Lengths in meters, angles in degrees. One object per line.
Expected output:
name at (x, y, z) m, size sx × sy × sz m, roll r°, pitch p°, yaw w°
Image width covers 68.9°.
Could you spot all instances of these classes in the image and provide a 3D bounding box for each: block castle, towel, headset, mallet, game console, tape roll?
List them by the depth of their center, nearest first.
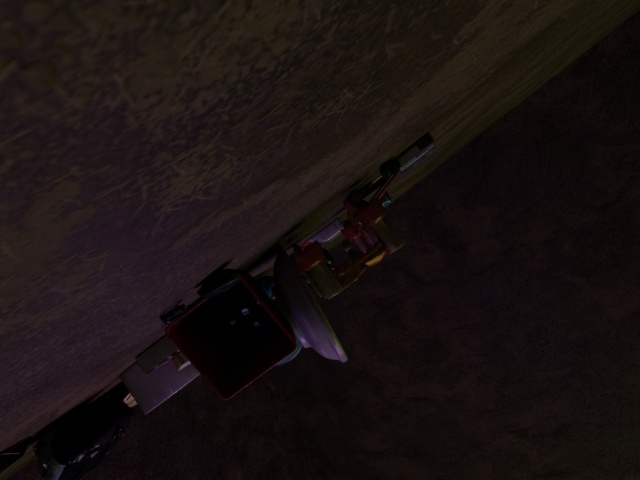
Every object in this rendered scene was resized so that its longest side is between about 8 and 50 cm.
mallet at (0.154, -0.173, 1.370) m, size 0.190 × 0.039 × 0.062 m, roll -35°, pitch 179°, yaw 44°
game console at (-0.970, 0.657, 1.428) m, size 0.122 × 0.071 × 0.107 m, roll -37°, pitch -154°, yaw 9°
block castle at (0.061, 0.017, 1.467) m, size 0.303 × 0.212 × 0.453 m, roll -35°, pitch 177°, yaw -6°
towel at (0.206, -0.157, 1.684) m, size 0.199 × 0.031 × 0.275 m, roll -52°, pitch 179°, yaw -10°
tape roll at (-0.585, 0.495, 1.731) m, size 0.246 × 0.169 × 0.246 m, roll -36°, pitch 176°, yaw -3°
headset at (-0.014, 0.157, 2.397) m, size 0.243 × 0.185 × 0.394 m, roll -48°, pitch -166°, yaw -21°

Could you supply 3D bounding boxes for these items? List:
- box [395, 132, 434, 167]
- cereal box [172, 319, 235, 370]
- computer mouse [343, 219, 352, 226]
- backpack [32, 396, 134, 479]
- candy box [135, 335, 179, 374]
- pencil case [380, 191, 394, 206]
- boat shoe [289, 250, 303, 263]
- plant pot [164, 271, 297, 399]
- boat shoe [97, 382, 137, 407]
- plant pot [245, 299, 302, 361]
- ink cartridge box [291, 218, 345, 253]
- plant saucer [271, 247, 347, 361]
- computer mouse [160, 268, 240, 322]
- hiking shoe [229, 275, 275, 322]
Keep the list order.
box at (0.292, -0.264, 1.452) m, size 0.136 × 0.036 × 0.225 m, roll -37°, pitch 175°, yaw 14°
cereal box at (-0.386, 0.357, 1.592) m, size 0.240 × 0.047 × 0.173 m, roll -31°, pitch 173°, yaw -25°
computer mouse at (0.196, -0.063, 2.223) m, size 0.189 × 0.072 × 0.272 m, roll 3°, pitch -174°, yaw 2°
backpack at (-0.888, 0.746, 1.705) m, size 0.290 × 0.273 × 0.355 m, roll -35°, pitch 154°, yaw -55°
candy box at (-0.474, 0.336, 1.552) m, size 0.233 × 0.071 × 0.159 m, roll -36°, pitch 176°, yaw 2°
pencil case at (0.267, -0.162, 2.193) m, size 0.152 × 0.064 × 0.070 m, roll -37°, pitch 150°, yaw 18°
boat shoe at (-0.131, 0.117, 1.959) m, size 0.095 × 0.095 × 0.257 m, roll -14°, pitch 157°, yaw -38°
plant pot at (-0.243, 0.247, 1.381) m, size 0.267 × 0.267 × 0.236 m, roll -37°, pitch -172°, yaw 7°
boat shoe at (-0.868, 0.673, 1.916) m, size 0.341 × 0.122 × 0.110 m, roll -38°, pitch 139°, yaw -18°
plant pot at (-0.224, 0.373, 1.834) m, size 0.272 × 0.271 × 0.255 m, roll -37°, pitch 168°, yaw 6°
ink cartridge box at (0.000, 0.000, 1.893) m, size 0.225 × 0.056 × 0.181 m, roll -39°, pitch 175°, yaw 6°
plant saucer at (-0.058, 0.215, 1.435) m, size 0.101 × 0.400 × 0.400 m, roll -31°, pitch 175°, yaw -6°
computer mouse at (-0.285, 0.127, 1.088) m, size 0.242 × 0.041 × 0.071 m, roll -31°, pitch 169°, yaw 15°
hiking shoe at (-0.244, 0.203, 1.687) m, size 0.132 × 0.113 × 0.304 m, roll -39°, pitch 175°, yaw 41°
